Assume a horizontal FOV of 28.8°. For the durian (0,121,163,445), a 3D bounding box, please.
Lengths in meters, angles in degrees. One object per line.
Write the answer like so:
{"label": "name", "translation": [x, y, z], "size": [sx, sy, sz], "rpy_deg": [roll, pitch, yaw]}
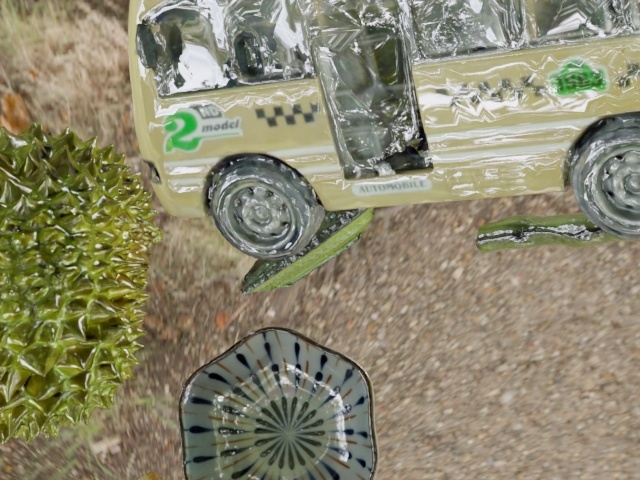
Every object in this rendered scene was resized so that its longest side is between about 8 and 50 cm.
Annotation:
{"label": "durian", "translation": [-0.225, 0.023, 0.914], "size": [0.176, 0.200, 0.237], "rpy_deg": [44, 52, -39]}

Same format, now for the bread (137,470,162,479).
{"label": "bread", "translation": [-0.243, 0.539, 1.860], "size": [0.207, 0.279, 0.279], "rpy_deg": [-31, 110, -8]}

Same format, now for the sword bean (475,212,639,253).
{"label": "sword bean", "translation": [0.275, -0.007, 1.300], "size": [0.038, 0.269, 0.043], "rpy_deg": [-9, 96, -46]}

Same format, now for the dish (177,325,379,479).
{"label": "dish", "translation": [-0.033, 0.173, 1.126], "size": [0.191, 0.066, 0.190], "rpy_deg": [-1, 82, 10]}

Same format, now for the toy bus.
{"label": "toy bus", "translation": [0.074, -0.119, 0.677], "size": [0.365, 0.177, 0.201], "rpy_deg": [-5, 117, 24]}

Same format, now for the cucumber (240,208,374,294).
{"label": "cucumber", "translation": [0.000, 0.000, 1.515], "size": [0.220, 0.070, 0.046], "rpy_deg": [-35, 60, 23]}
